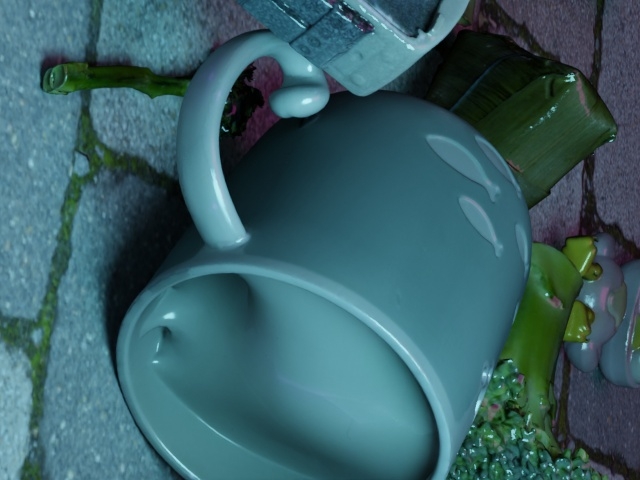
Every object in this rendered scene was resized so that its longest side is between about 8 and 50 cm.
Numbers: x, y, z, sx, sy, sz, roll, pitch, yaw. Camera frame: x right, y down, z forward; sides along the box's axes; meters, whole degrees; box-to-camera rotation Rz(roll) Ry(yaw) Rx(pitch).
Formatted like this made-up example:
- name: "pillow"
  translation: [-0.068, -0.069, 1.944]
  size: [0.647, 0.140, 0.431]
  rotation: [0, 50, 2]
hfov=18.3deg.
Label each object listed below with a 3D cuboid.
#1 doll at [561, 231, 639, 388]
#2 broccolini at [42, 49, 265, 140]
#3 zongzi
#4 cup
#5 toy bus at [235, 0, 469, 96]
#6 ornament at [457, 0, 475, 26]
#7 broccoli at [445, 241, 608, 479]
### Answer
- name: "doll"
  translation: [0.336, 0.082, 2.282]
  size: [0.365, 0.094, 0.160]
  rotation: [23, 73, -59]
- name: "broccolini"
  translation: [-0.128, -0.112, 1.492]
  size: [0.254, 0.071, 0.057]
  rotation: [-3, 134, -55]
- name: "zongzi"
  translation: [0.111, -0.092, 1.874]
  size: [0.251, 0.274, 0.125]
  rotation: [-40, 122, -7]
- name: "cup"
  translation: [0.000, 0.000, 1.495]
  size: [0.274, 0.259, 0.356]
  rotation: [-57, 132, -47]
- name: "toy bus"
  translation: [-0.045, -0.245, 1.399]
  size: [0.342, 0.097, 0.138]
  rotation: [38, 50, -16]
- name: "ornament"
  translation: [0.124, -0.282, 1.925]
  size: [0.201, 0.059, 0.180]
  rotation: [-65, 146, -41]
- name: "broccoli"
  translation: [0.204, 0.220, 1.965]
  size: [0.397, 0.275, 0.353]
  rotation: [-72, 171, -69]
